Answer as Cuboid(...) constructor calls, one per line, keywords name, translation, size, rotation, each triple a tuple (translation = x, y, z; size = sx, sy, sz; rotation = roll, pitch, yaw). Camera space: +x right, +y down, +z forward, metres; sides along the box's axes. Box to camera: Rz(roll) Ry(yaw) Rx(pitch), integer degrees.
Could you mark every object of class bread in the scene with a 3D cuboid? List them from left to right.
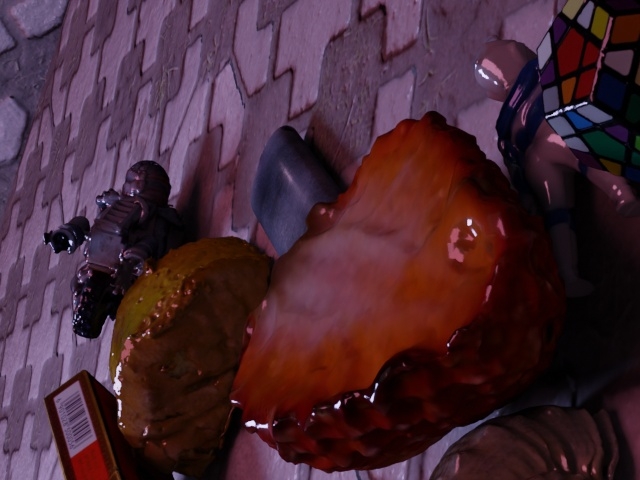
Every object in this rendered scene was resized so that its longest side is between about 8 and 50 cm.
Cuboid(name="bread", translation=(-0.156, 0.116, 1.590), size=(0.160, 0.147, 0.261), rotation=(51, 127, 60))

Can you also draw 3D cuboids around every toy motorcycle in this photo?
Cuboid(name="toy motorcycle", translation=(-0.245, 0.015, 1.785), size=(0.401, 0.134, 0.207), rotation=(-47, -26, -77))

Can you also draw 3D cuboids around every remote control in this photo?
Cuboid(name="remote control", translation=(0.000, 0.000, 1.391), size=(0.377, 0.044, 0.107), rotation=(-125, 45, -62))

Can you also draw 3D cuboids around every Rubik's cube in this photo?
Cuboid(name="Rubik's cube", translation=(0.192, -0.099, 0.864), size=(0.112, 0.133, 0.133), rotation=(55, 135, 27))

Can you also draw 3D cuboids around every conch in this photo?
Cuboid(name="conch", translation=(0.130, 0.175, 0.937), size=(0.155, 0.130, 0.207), rotation=(-41, -7, -15))

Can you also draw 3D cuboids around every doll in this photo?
Cuboid(name="doll", translation=(0.159, -0.077, 1.018), size=(0.114, 0.057, 0.227), rotation=(112, 148, -41))

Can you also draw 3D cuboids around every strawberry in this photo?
Cuboid(name="strawberry", translation=(0.075, 0.056, 1.020), size=(0.265, 0.149, 0.336), rotation=(-60, 19, -11))

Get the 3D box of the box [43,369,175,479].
Cuboid(name="box", translation=(-0.212, 0.269, 1.599), size=(0.074, 0.153, 0.240), rotation=(-32, 40, 2))
